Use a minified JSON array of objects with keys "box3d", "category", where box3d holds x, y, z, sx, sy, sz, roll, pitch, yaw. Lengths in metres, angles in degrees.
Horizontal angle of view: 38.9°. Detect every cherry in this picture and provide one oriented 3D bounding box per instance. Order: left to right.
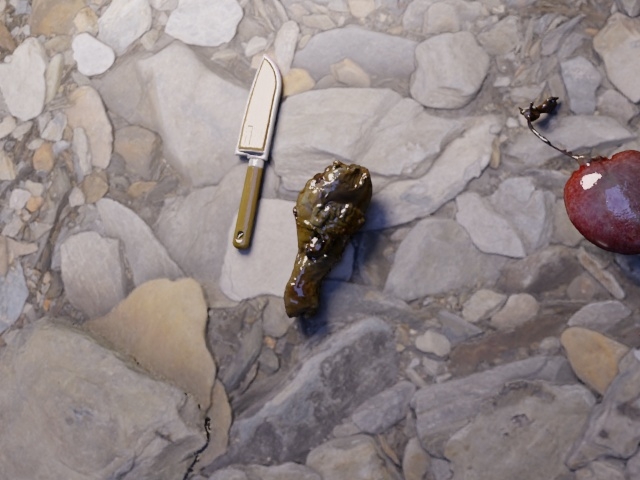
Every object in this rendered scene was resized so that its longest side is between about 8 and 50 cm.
[{"box3d":[0.302,-0.080,0.979,0.107,0.090,0.225,-32,62,22],"category":"cherry"}]

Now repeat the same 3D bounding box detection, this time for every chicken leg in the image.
[{"box3d":[-0.001,0.000,1.073,0.085,0.069,0.197,19,92,-3],"category":"chicken leg"}]

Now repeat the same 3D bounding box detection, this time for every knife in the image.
[{"box3d":[-0.087,-0.115,1.140,0.046,0.022,0.255,6,81,23],"category":"knife"}]

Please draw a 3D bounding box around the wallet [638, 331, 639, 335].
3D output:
[{"box3d":[0.427,0.042,0.945,0.103,0.020,0.196,30,89,20],"category":"wallet"}]
